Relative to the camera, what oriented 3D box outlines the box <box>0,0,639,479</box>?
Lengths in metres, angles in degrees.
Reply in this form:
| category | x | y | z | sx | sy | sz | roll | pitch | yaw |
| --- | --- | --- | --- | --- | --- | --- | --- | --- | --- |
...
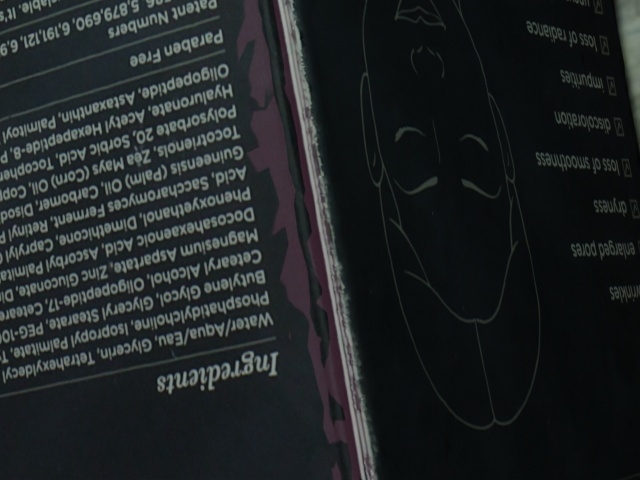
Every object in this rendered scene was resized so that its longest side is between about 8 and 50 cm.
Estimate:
| category | x | y | z | sx | sy | sz | roll | pitch | yaw |
| --- | --- | --- | --- | --- | --- | --- | --- | --- | --- |
| box | 0.000 | 0.000 | 1.137 | 0.297 | 0.480 | 0.472 | -15 | 82 | 29 |
